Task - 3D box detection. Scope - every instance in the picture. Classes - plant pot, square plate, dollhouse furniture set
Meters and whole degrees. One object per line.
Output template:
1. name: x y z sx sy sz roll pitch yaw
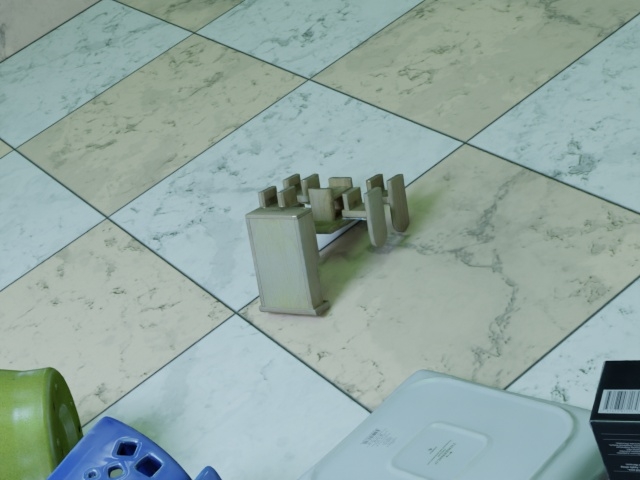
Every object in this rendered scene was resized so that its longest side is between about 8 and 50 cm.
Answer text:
1. plant pot: -0.502 0.319 1.675 0.353 0.366 0.366 -12 34 -2
2. square plate: 0.146 0.275 1.510 0.344 0.049 0.347 11 37 43
3. dollhouse furniture set: 0.000 0.000 1.993 0.212 0.161 0.242 2 20 34
4. plant pot: -0.211 0.385 1.478 0.212 0.236 0.236 11 46 32

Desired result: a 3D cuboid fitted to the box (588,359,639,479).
1. box: 0.440 0.220 1.330 0.261 0.184 0.103 -4 36 28
